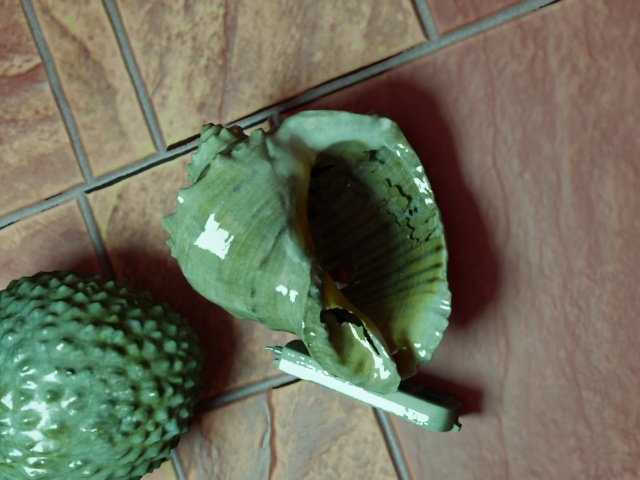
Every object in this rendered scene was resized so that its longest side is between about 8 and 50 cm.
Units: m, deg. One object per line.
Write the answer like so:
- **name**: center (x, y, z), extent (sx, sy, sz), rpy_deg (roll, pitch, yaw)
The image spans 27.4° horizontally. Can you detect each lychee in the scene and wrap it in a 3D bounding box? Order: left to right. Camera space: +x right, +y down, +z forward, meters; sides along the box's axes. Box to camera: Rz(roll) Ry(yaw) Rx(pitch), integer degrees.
- **lychee**: center (-0.261, 0.154, 1.413), extent (0.274, 0.255, 0.255), rpy_deg (-16, 91, -13)

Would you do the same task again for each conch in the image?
- **conch**: center (-0.002, -0.003, 1.336), extent (0.263, 0.186, 0.324), rpy_deg (-37, 97, 1)

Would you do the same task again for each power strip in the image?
- **power strip**: center (0.045, 0.148, 1.383), extent (0.226, 0.080, 0.029), rpy_deg (20, 99, 15)
